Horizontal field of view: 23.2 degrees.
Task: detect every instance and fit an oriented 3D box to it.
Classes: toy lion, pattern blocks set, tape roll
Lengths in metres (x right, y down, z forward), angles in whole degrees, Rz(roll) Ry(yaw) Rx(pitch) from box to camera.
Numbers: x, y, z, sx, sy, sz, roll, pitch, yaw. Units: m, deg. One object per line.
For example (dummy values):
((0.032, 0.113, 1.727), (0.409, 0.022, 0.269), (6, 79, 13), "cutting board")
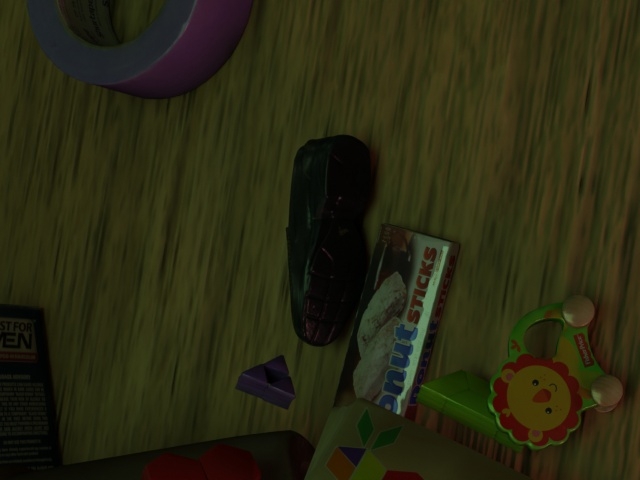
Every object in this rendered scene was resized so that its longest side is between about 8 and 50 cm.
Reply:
((0.165, 0.100, 1.139), (0.096, 0.034, 0.100), (-16, 75, -2), "toy lion")
((0.070, 0.185, 1.080), (0.325, 0.285, 0.026), (30, 128, 16), "pattern blocks set")
((-0.157, -0.221, 1.350), (0.189, 0.080, 0.189), (-4, 82, 30), "tape roll")

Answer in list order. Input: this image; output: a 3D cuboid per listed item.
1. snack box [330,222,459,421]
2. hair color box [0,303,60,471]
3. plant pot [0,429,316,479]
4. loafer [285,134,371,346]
((0.056, 0.080, 1.231), (0.064, 0.022, 0.178), (16, 93, 28), "snack box")
((-0.323, 0.241, 1.382), (0.174, 0.105, 0.347), (-15, 77, 27), "hair color box")
((-0.108, 0.283, 1.170), (0.280, 0.323, 0.323), (-24, 73, 7), "plant pot")
((0.000, 0.000, 1.258), (0.061, 0.062, 0.170), (4, 83, 52), "loafer")
